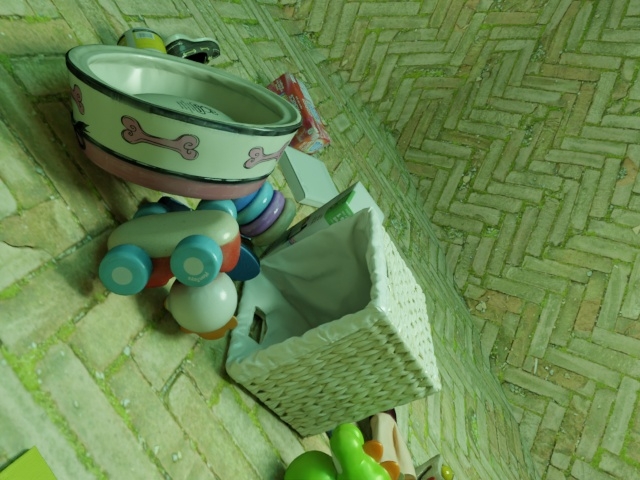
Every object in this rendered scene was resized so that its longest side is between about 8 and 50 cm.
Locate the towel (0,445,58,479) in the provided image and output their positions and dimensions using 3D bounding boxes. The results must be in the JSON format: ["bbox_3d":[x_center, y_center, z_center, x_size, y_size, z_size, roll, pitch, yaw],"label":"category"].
[{"bbox_3d":[-0.281,0.347,0.640,0.237,0.021,0.102,58,15,-2],"label":"towel"}]

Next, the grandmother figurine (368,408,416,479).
[{"bbox_3d":[0.154,0.436,1.391,0.342,0.104,0.207,-91,170,-56],"label":"grandmother figurine"}]

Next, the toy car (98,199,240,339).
[{"bbox_3d":[-0.224,0.075,0.981,0.219,0.210,0.238,-93,175,-66],"label":"toy car"}]

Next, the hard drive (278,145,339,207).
[{"bbox_3d":[-0.032,-0.199,1.941,0.307,0.040,0.203,9,54,-65],"label":"hard drive"}]

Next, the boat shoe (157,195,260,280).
[{"bbox_3d":[-0.212,-0.011,1.170,0.258,0.109,0.089,44,22,-41],"label":"boat shoe"}]

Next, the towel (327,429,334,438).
[{"bbox_3d":[0.055,0.435,1.282,0.119,0.029,0.067,59,21,-1],"label":"towel"}]

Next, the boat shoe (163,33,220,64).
[{"bbox_3d":[-0.338,-0.504,1.598,0.068,0.081,0.228,62,27,-1],"label":"boat shoe"}]

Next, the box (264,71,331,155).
[{"bbox_3d":[-0.083,-0.422,2.006,0.128,0.123,0.256,12,50,-63],"label":"box"}]

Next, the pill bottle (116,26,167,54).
[{"bbox_3d":[-0.374,-0.362,1.276,0.103,0.103,0.184,26,39,-56],"label":"pill bottle"}]

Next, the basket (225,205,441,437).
[{"bbox_3d":[0.029,0.169,1.184,0.266,0.331,0.328,55,20,-28],"label":"basket"}]

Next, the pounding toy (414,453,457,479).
[{"bbox_3d":[0.254,0.577,1.372,0.155,0.154,0.269,59,20,-3],"label":"pounding toy"}]

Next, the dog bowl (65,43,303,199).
[{"bbox_3d":[-0.247,-0.212,1.060,0.408,0.150,0.408,16,23,-7],"label":"dog bowl"}]

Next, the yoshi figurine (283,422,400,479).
[{"bbox_3d":[0.043,0.508,1.030,0.203,0.203,0.362,-14,88,-28],"label":"yoshi figurine"}]

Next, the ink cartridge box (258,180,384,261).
[{"bbox_3d":[0.000,0.000,1.401,0.117,0.278,0.201,53,21,-9],"label":"ink cartridge box"}]

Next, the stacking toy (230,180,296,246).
[{"bbox_3d":[-0.209,-0.135,1.324,0.330,0.141,0.141,44,25,-26],"label":"stacking toy"}]
